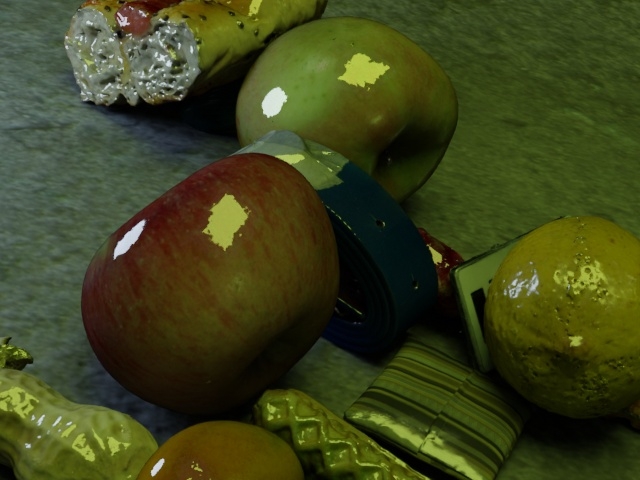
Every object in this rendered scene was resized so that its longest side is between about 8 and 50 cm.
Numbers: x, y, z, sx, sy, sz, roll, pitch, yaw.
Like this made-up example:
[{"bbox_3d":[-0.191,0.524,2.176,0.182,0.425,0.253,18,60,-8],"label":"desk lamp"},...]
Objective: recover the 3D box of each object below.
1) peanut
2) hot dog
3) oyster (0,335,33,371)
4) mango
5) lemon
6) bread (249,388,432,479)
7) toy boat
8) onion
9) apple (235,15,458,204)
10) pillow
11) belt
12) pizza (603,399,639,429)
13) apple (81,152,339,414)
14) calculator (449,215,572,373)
[{"bbox_3d":[-0.331,0.233,1.685,0.298,0.120,0.136,20,34,15],"label":"peanut"},{"bbox_3d":[-0.182,-0.353,2.352,0.365,0.196,0.367,-22,19,-40],"label":"hot dog"},{"bbox_3d":[-0.472,0.159,1.778,0.209,0.133,0.072,-5,81,-25],"label":"oyster"},{"bbox_3d":[-0.118,0.292,1.631,0.139,0.175,0.254,-15,15,34],"label":"mango"},{"bbox_3d":[0.347,0.098,1.905,0.258,0.257,0.310,16,29,6],"label":"lemon"},{"bbox_3d":[0.025,0.269,1.744,0.269,0.087,0.098,33,13,22],"label":"bread"},{"bbox_3d":[-0.109,-0.221,2.357,0.246,0.103,0.092,-7,82,-6],"label":"toy boat"},{"bbox_3d":[0.146,0.065,2.049,0.140,0.150,0.150,-38,50,0],"label":"onion"},{"bbox_3d":[0.030,-0.188,2.171,0.319,0.319,0.277,-18,47,-33],"label":"apple"},{"bbox_3d":[0.163,0.222,1.882,0.208,0.052,0.212,24,35,16],"label":"pillow"},{"bbox_3d":[0.000,0.000,1.988,0.347,0.212,0.117,41,46,15],"label":"belt"},{"bbox_3d":[0.489,0.234,1.965,0.185,0.036,0.176,-24,47,-33],"label":"pizza"},{"bbox_3d":[-0.125,0.063,1.803,0.345,0.345,0.269,-33,86,-43],"label":"apple"},{"bbox_3d":[0.287,0.074,2.041,0.262,0.161,0.021,-24,13,-37],"label":"calculator"}]
